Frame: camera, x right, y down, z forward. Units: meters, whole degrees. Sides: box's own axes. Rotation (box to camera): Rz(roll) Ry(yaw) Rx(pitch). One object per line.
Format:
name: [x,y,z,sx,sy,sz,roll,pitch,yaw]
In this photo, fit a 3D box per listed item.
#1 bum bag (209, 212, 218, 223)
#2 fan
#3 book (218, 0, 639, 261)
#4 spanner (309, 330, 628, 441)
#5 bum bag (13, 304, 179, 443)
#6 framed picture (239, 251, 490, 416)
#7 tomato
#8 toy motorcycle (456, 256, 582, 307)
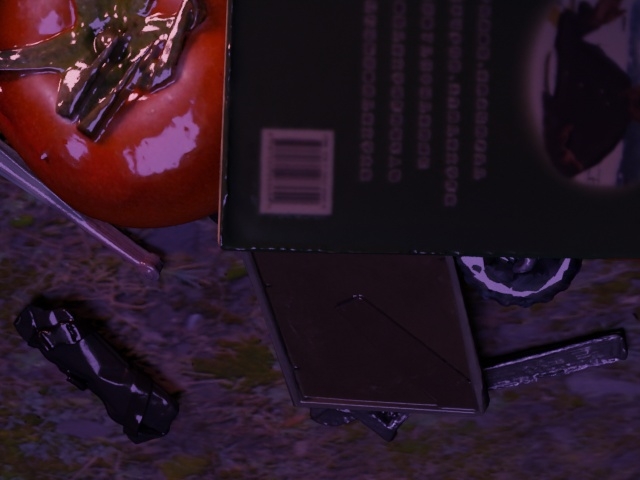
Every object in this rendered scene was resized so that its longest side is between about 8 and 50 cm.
bum bag: [0.000,0.000,1.387,0.232,0.060,0.106,40,133,-13]
fan: [-0.257,-0.053,1.452,0.282,0.023,0.057,34,131,-9]
book: [0.117,-0.117,1.107,0.371,0.043,0.260,2,95,-8]
spanner: [0.131,0.128,1.472,0.325,0.026,0.093,-17,120,27]
bum bag: [-0.220,0.133,1.573,0.087,0.049,0.198,-28,115,39]
framed picture: [0.039,0.071,1.388,0.189,0.023,0.260,0,139,16]
tomato: [-0.130,-0.137,1.197,0.255,0.224,0.256,-1,87,9]
toy motorcycle: [0.141,-0.111,1.211,0.188,0.143,0.327,-23,103,22]
